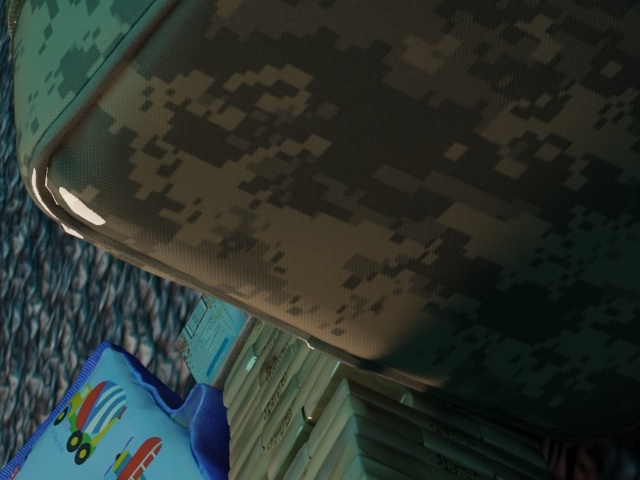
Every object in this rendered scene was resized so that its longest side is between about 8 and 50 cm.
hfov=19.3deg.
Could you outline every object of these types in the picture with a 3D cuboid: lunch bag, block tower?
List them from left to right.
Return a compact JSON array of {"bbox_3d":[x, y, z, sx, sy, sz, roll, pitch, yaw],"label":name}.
[{"bbox_3d":[-0.103,0.203,0.892,0.293,0.138,0.221,-62,29,9],"label":"lunch bag"},{"bbox_3d":[0.025,0.098,0.705,0.091,0.097,0.335,-60,13,14],"label":"block tower"},{"bbox_3d":[0.041,-0.108,0.692,0.212,0.305,0.256,-48,35,31],"label":"lunch bag"}]

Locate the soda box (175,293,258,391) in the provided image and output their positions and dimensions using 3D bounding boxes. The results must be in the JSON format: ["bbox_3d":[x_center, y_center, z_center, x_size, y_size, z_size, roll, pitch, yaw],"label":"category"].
[{"bbox_3d":[0.000,0.000,0.938,0.183,0.063,0.058,-61,30,14],"label":"soda box"}]
